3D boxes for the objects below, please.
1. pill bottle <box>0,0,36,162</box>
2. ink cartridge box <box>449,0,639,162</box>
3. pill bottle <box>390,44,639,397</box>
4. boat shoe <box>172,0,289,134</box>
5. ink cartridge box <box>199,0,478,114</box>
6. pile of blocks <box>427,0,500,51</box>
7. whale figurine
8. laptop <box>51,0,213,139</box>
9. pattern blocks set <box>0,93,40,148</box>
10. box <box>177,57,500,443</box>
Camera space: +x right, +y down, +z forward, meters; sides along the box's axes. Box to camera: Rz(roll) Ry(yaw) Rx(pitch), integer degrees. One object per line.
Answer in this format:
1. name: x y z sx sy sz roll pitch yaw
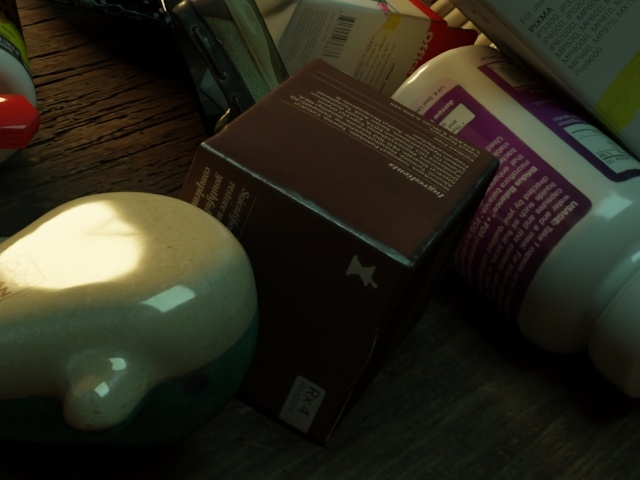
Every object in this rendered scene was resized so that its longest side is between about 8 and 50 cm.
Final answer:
1. pill bottle: -0.291 -0.155 1.203 0.117 0.117 0.215 7 36 -25
2. ink cartridge box: 0.262 -0.187 1.370 0.384 0.160 0.279 38 8 -26
3. pill bottle: 0.188 -0.015 1.264 0.169 0.169 0.301 -12 46 -43
4. boat shoe: -0.053 -0.104 1.257 0.073 0.224 0.080 -22 14 4
5. ink cartridge box: 0.021 -0.163 1.387 0.231 0.134 0.078 3 32 -44
6. pile of blocks: 0.176 -0.277 1.637 0.149 0.112 0.362 20 37 -54
7. whale figurine: -0.168 0.076 0.960 0.272 0.141 0.216 -22 36 -21
8. laptop: -0.202 -0.198 1.299 0.264 0.137 0.234 10 34 -26
9. pattern blocks set: -0.373 -0.047 0.993 0.324 0.026 0.285 15 42 4
10. box: 0.000 0.000 1.117 0.167 0.168 0.203 31 32 9
